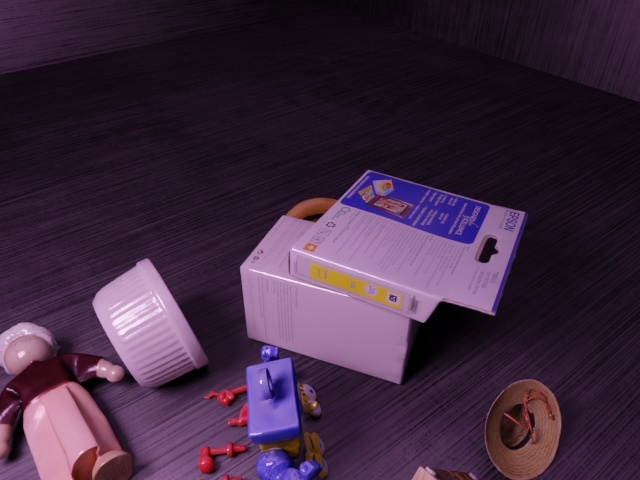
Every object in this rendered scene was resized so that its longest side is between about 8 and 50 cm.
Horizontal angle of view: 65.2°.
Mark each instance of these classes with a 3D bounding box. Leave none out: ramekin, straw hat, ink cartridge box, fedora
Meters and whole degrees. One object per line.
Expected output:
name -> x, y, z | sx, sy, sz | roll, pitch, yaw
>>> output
ramekin -> -0.285, 0.143, 0.830 | 0.109, 0.207, 0.207 | -30, 46, -19
straw hat -> 0.288, 0.277, 0.754 | 0.145, 0.144, 0.061 | -18, 1, -21
ink cartridge box -> 0.155, 0.003, 0.824 | 0.308, 0.072, 0.303 | 20, 38, 20
fedora -> 0.000, 0.000, 1.072 | 0.195, 0.194, 0.079 | -7, 2, -8

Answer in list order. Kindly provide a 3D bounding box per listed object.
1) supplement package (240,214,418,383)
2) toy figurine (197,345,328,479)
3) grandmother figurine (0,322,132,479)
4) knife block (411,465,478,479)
supplement package -> 0.032, 0.097, 0.894 | 0.293, 0.177, 0.175 | 14, 38, 17
toy figurine -> -0.083, 0.266, 0.652 | 0.192, 0.217, 0.362 | -4, 38, -4
grandmother figurine -> -0.413, 0.246, 0.779 | 0.208, 0.103, 0.342 | -22, 45, -38
knife block -> 0.110, 0.393, 0.579 | 0.088, 0.276, 0.242 | 32, 87, 41
